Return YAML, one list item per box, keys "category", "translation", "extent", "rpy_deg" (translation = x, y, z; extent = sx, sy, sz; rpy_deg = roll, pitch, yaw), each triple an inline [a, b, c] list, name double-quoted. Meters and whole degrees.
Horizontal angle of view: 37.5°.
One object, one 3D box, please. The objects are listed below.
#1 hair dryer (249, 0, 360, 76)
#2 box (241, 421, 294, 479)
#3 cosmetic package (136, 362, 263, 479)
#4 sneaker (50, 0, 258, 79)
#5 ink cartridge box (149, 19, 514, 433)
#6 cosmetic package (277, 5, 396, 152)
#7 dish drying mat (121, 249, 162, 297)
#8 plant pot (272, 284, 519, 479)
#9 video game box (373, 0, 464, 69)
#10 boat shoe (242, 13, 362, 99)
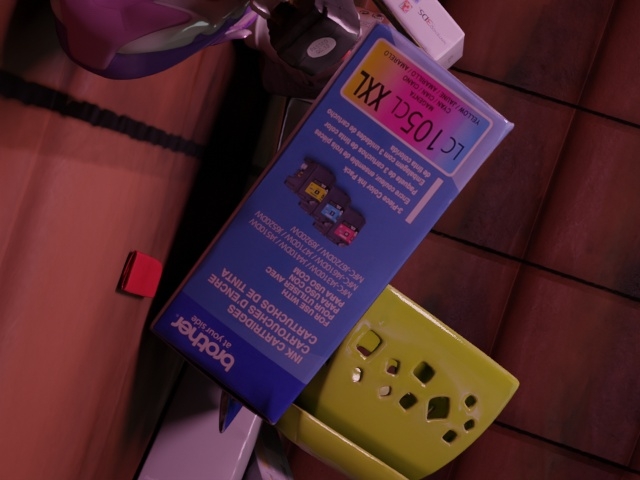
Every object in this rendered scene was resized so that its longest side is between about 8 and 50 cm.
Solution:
- category: "hair dryer"
  translation: [-0.017, -0.242, 0.414]
  extent: [0.223, 0.080, 0.293]
  rpy_deg: [54, 31, -45]
- category: "box"
  translation: [-0.109, 0.329, 1.145]
  extent: [0.183, 0.056, 0.231]
  rpy_deg: [-57, -162, 8]
- category: "cosmetic package"
  translation: [-0.137, 0.252, 1.033]
  extent: [0.127, 0.107, 0.238]
  rpy_deg: [100, 7, -61]
- category: "sneaker"
  translation: [-0.067, -0.142, 0.509]
  extent: [0.236, 0.095, 0.104]
  rpy_deg: [-66, -179, -47]
- category: "ink cartridge box"
  translation: [0.000, 0.000, 0.911]
  extent: [0.395, 0.151, 0.270]
  rpy_deg: [-51, 178, 11]
- category: "cosmetic package"
  translation: [0.048, -0.175, 1.246]
  extent: [0.296, 0.129, 0.153]
  rpy_deg: [-64, 172, -53]
- category: "dish drying mat"
  translation: [-0.140, 0.027, 0.738]
  extent: [0.083, 0.008, 0.032]
  rpy_deg: [59, 49, -81]
- category: "plant pot"
  translation: [0.061, 0.184, 1.150]
  extent: [0.207, 0.227, 0.228]
  rpy_deg: [-57, -165, -9]
- category: "video game box"
  translation: [0.081, -0.267, 1.018]
  extent: [0.048, 0.187, 0.205]
  rpy_deg: [-37, 180, 10]
- category: "boat shoe"
  translation: [-0.006, -0.192, 0.842]
  extent: [0.277, 0.096, 0.098]
  rpy_deg: [63, 46, -82]
